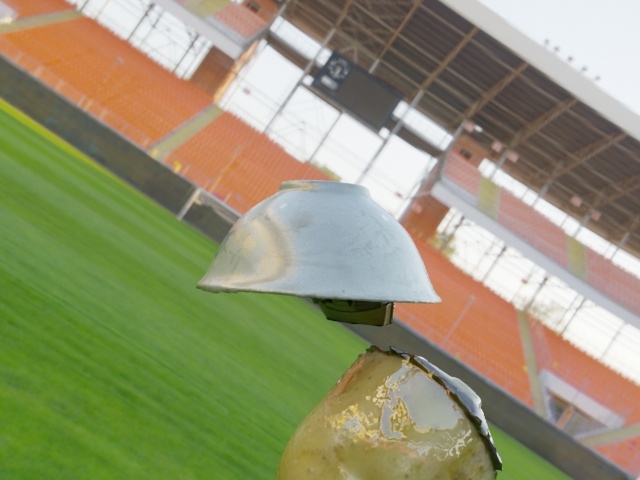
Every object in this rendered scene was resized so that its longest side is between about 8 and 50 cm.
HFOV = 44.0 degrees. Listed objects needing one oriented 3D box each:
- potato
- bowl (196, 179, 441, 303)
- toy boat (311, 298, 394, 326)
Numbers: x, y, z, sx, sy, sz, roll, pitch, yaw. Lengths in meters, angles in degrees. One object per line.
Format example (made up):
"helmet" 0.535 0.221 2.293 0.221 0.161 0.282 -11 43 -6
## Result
"potato" 0.058 0.258 0.879 0.243 0.242 0.285 34 -20 -1
"bowl" 0.000 0.000 1.012 0.314 0.146 0.313 2 -2 0
"toy boat" 0.043 0.085 1.080 0.047 0.048 0.149 -14 11 -41
